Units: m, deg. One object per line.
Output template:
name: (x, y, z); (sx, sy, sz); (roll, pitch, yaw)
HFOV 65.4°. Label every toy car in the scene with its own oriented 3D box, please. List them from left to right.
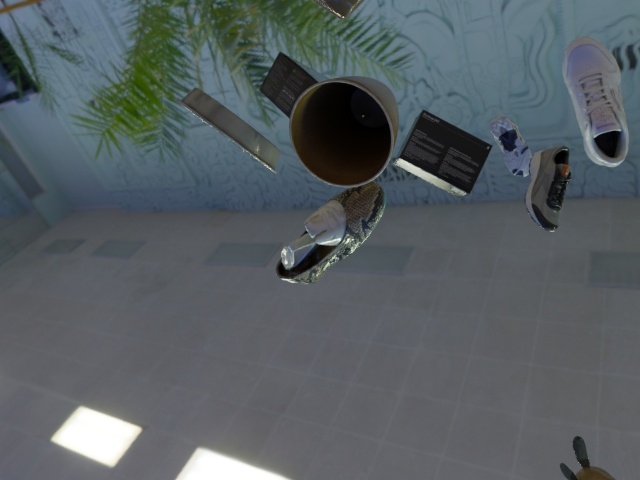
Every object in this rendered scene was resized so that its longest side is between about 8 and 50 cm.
toy car: (0.488, 0.430, 0.838); (0.155, 0.188, 0.149); (-23, 159, -46)

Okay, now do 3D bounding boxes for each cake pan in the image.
cake pan: (-0.211, -0.268, 1.208); (0.054, 0.293, 0.293); (-53, -148, 3)

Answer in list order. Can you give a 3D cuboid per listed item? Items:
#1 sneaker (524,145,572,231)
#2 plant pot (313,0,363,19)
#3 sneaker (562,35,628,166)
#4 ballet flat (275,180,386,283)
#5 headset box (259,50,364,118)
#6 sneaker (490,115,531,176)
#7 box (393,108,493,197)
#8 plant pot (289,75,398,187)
sneaker: (0.656, -0.154, 1.420); (0.108, 0.100, 0.272); (-29, -135, 59)
plant pot: (0.036, -0.737, 1.351); (0.263, 0.229, 0.263); (-43, -168, 12)
sneaker: (0.636, -0.311, 1.125); (0.114, 0.305, 0.152); (-18, -169, 25)
ballet flat: (0.000, 0.000, 1.462); (0.182, 0.164, 0.483); (-5, 152, -35)
headset box: (0.008, -0.399, 1.471); (0.131, 0.283, 0.246); (-56, -129, 20)
sneaker: (0.692, -0.351, 1.803); (0.094, 0.235, 0.153); (-34, -173, 32)
box: (0.402, -0.283, 1.650); (0.184, 0.261, 0.103); (-62, -178, -4)
plant pot: (0.085, -0.283, 1.160); (0.237, 0.237, 0.254); (-5, -153, 27)
